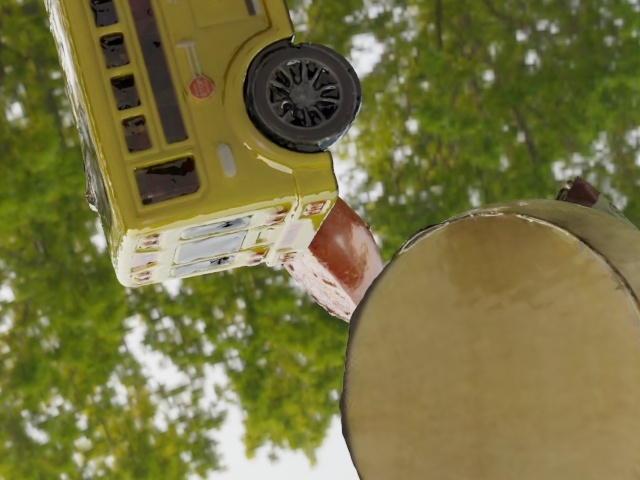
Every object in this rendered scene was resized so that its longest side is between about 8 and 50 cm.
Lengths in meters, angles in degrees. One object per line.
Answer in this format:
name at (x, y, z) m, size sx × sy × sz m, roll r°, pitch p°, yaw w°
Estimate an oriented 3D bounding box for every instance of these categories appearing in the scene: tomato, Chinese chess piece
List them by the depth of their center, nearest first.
Chinese chess piece at (0.133, 0.101, 0.828) m, size 0.104 × 0.257 × 0.257 m, roll 4°, pitch -159°, yaw -48°
tomato at (0.000, 0.000, 1.713) m, size 0.095 × 0.236 × 0.237 m, roll -45°, pitch -131°, yaw -13°

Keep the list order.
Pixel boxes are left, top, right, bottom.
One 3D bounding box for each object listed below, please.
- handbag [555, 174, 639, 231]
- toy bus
handbag at (0.242, 0.083, 0.990) m, size 0.235 × 0.127 × 0.213 m, roll 41°, pitch -129°, yaw 0°
toy bus at (-0.091, -0.149, 0.752) m, size 0.151 × 0.145 × 0.331 m, roll -13°, pitch -104°, yaw -14°
